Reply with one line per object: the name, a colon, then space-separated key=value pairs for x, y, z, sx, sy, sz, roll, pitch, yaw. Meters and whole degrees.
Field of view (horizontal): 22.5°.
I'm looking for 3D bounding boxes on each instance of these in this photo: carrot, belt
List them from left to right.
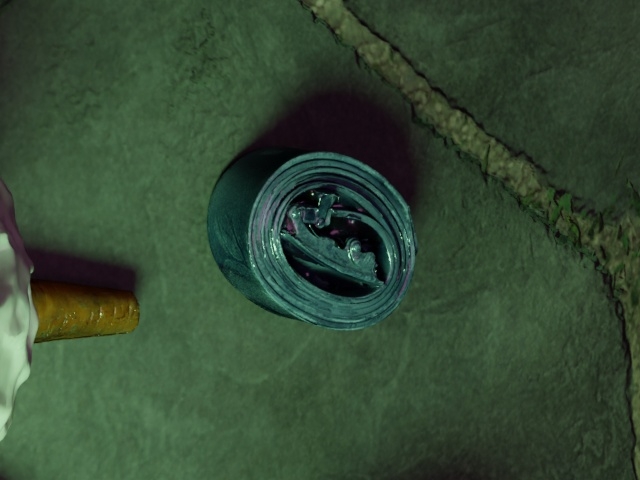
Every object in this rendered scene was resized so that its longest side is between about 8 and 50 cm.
carrot: x=-0.206 y=0.054 z=1.204 sx=0.161 sy=0.055 sz=0.055 roll=2 pitch=93 yaw=-42
belt: x=0.000 y=0.000 z=1.350 sx=0.190 sy=0.082 sz=0.141 roll=32 pitch=80 yaw=-36

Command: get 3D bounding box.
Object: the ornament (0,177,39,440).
ornament: x=-0.327 y=0.046 z=0.934 sx=0.337 sy=0.337 sz=0.337 roll=-5 pitch=97 yaw=-40
